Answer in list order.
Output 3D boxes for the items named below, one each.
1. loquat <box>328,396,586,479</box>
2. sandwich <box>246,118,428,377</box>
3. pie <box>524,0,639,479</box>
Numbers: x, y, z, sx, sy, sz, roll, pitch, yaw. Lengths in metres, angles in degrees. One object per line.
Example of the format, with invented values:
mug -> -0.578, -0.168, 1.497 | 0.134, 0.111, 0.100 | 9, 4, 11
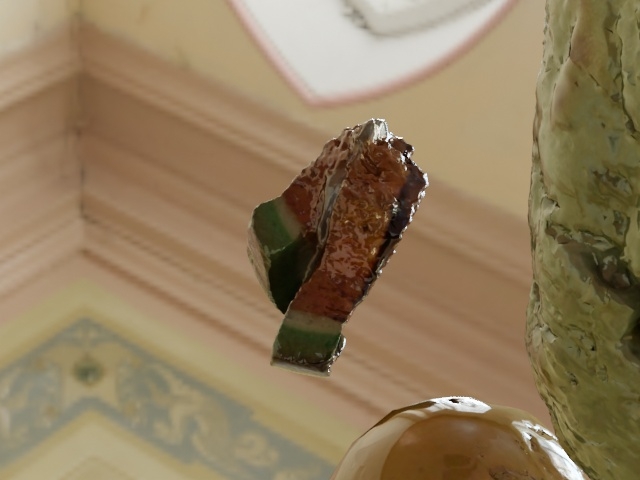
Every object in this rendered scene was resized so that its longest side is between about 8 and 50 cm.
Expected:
loquat -> 0.114, 0.240, 1.297 | 0.235, 0.235, 0.235 | 5, -145, -3
sandwich -> 0.000, 0.000, 1.741 | 0.162, 0.301, 0.250 | 24, -168, -1
pie -> 0.118, -0.001, 0.574 | 0.090, 0.248, 0.201 | -3, -146, 2
